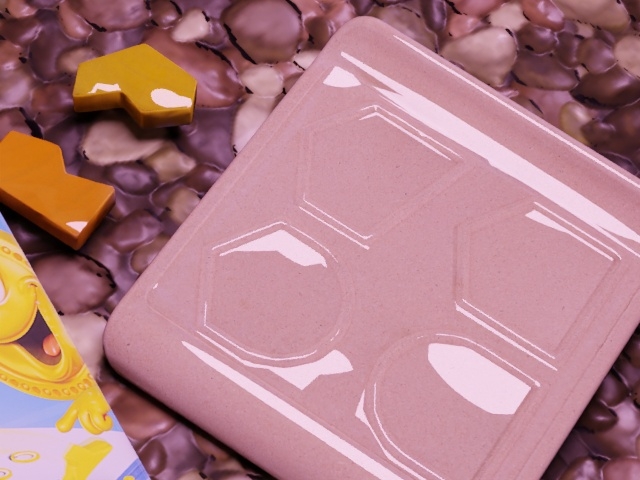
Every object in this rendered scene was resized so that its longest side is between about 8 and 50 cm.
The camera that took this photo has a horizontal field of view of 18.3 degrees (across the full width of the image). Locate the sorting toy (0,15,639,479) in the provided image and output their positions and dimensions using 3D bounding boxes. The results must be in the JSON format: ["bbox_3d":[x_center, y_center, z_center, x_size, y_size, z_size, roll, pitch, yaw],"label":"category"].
[{"bbox_3d":[0.000,0.000,0.982,0.307,0.041,0.229,33,67,9],"label":"sorting toy"}]

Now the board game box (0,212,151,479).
[{"bbox_3d":[-0.228,0.091,0.727,0.308,0.086,0.302,-9,54,-38],"label":"board game box"}]
